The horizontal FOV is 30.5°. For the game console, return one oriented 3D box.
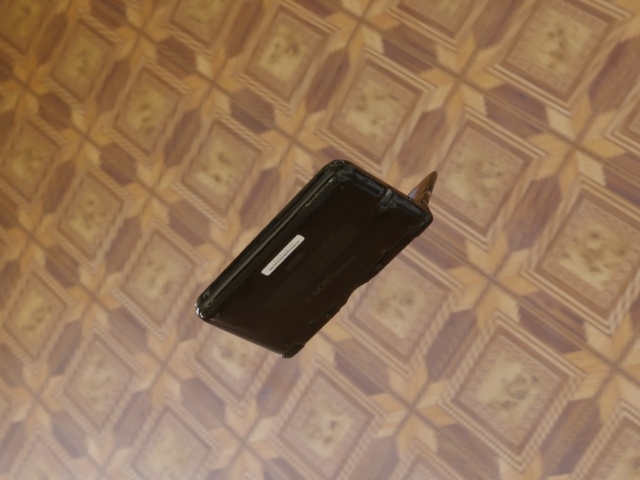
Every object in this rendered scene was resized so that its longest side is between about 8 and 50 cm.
[{"bbox_3d":[0.000,0.000,0.655,0.122,0.107,0.071,-46,39,22],"label":"game console"}]
